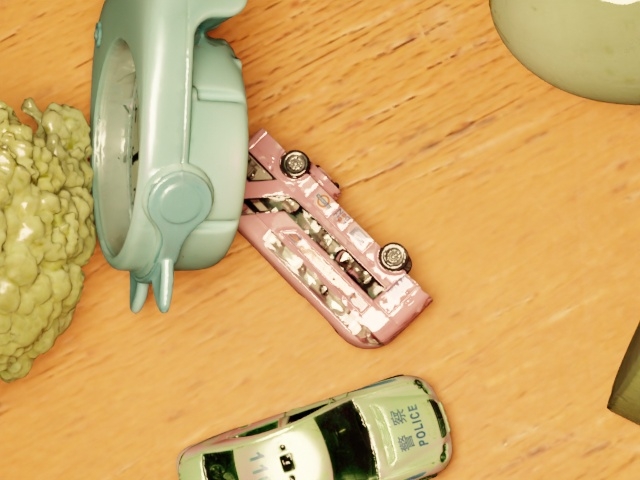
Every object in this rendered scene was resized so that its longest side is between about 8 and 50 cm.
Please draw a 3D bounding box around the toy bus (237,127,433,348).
[{"bbox_3d":[0.000,0.000,1.631,0.090,0.063,0.203,-44,80,0],"label":"toy bus"}]

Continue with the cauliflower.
[{"bbox_3d":[-0.315,0.007,1.588,0.281,0.260,0.327,24,57,37],"label":"cauliflower"}]

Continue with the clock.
[{"bbox_3d":[-0.123,-0.077,1.587,0.094,0.223,0.274,0,89,-18],"label":"clock"}]

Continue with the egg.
[{"bbox_3d":[0.273,-0.210,1.558,0.283,0.203,0.202,-9,81,3],"label":"egg"}]

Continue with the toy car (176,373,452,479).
[{"bbox_3d":[-0.005,0.176,1.599,0.224,0.076,0.090,-19,79,4],"label":"toy car"}]

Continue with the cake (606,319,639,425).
[{"bbox_3d":[0.351,0.029,1.534,0.158,0.172,0.283,23,83,7],"label":"cake"}]
